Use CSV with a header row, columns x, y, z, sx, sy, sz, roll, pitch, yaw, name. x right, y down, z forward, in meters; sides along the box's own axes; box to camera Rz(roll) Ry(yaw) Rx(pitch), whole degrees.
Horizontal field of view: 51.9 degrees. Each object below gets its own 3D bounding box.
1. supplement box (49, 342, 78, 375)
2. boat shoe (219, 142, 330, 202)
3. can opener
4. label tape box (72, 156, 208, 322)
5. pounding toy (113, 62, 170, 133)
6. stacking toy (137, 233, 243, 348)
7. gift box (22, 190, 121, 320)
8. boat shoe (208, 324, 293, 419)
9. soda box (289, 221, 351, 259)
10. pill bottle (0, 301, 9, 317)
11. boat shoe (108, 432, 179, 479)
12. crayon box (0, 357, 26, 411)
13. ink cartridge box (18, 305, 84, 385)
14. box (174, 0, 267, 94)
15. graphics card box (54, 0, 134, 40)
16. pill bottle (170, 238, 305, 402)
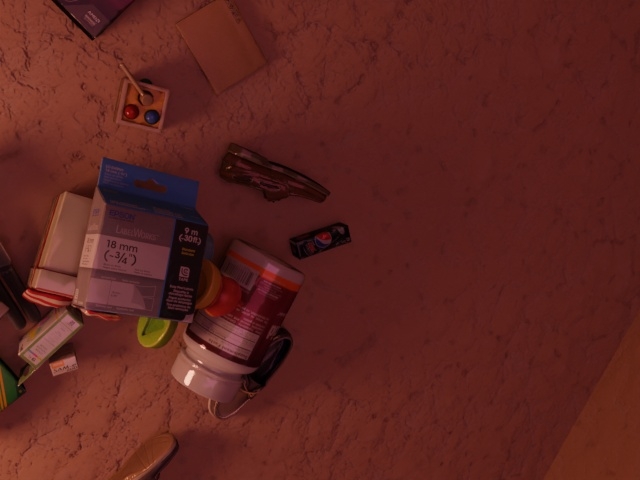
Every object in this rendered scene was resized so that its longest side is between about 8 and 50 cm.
x,y,z,sx,sy,sz,roll,pitch,yaw,name
-0.646,0.298,1.653,0.062,0.098,0.036,-16,108,-20,supplement box
-0.125,-0.157,1.782,0.307,0.111,0.104,23,96,-17,boat shoe
-0.765,0.081,1.573,0.076,0.095,0.283,-29,125,-20,can opener
-0.382,-0.001,1.445,0.240,0.106,0.334,13,82,-32,label tape box
-0.438,-0.343,1.594,0.130,0.100,0.141,10,98,-26,pounding toy
-0.340,0.126,1.656,0.130,0.309,0.279,29,107,-43,stacking toy
-0.540,0.048,1.564,0.255,0.276,0.258,17,79,-23,gift box
-0.198,0.381,1.873,0.116,0.097,0.324,42,83,-26,boat shoe
0.000,0.000,1.891,0.169,0.060,0.053,-19,108,-19,soda box
-0.814,0.117,1.474,0.215,0.117,0.117,42,83,-13,pill bottle
-0.492,0.649,1.808,0.285,0.103,0.092,-44,120,-5,boat shoe
-0.880,0.301,1.544,0.202,0.081,0.318,-40,115,-21,crayon box
-0.683,0.245,1.619,0.209,0.109,0.062,-45,115,-8,ink cartridge box
-0.251,-0.503,1.684,0.164,0.021,0.201,-36,114,-13,box
-0.477,-0.671,1.505,0.371,0.094,0.233,-46,116,-7,graphics card box
-0.224,0.214,1.752,0.224,0.224,0.392,28,90,-27,pill bottle
